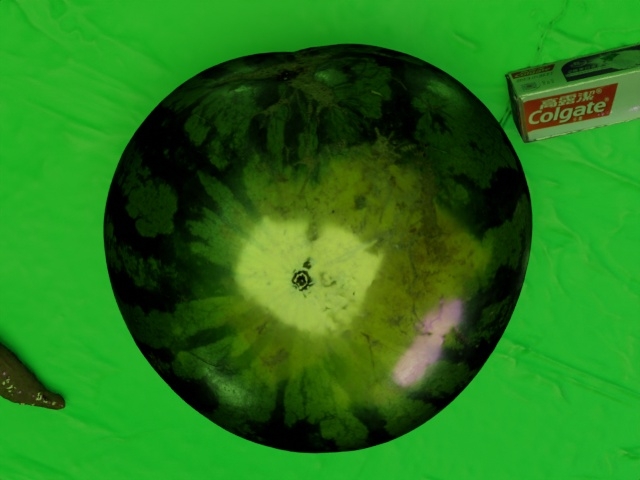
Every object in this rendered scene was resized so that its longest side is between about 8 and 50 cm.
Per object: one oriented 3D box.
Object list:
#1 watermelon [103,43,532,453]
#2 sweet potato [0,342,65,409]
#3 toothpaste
[{"bbox_3d":[0.001,0.003,0.876,0.269,0.269,0.269,0,103,1],"label":"watermelon"},{"bbox_3d":[-0.286,0.072,0.989,0.226,0.068,0.068,29,102,-6],"label":"sweet potato"},{"bbox_3d":[0.228,-0.112,0.950,0.196,0.047,0.040,-12,117,3],"label":"toothpaste"}]
